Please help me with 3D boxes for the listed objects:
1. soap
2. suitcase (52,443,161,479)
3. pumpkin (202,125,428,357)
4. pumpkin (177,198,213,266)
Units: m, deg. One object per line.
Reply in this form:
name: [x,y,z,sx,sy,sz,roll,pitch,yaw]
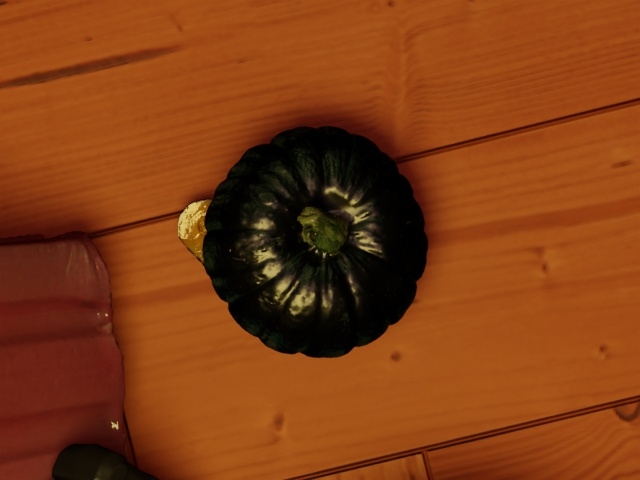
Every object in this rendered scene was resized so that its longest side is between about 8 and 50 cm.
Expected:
soap: [-0.318,0.114,1.564,0.128,0.360,0.233,1,94,39]
suitcase: [-0.184,0.328,1.606,0.066,0.206,0.285,6,66,39]
pumpkin: [-0.002,0.002,1.653,0.194,0.150,0.194,-8,105,-33]
pumpkin: [-0.090,0.000,1.710,0.050,0.028,0.083,-33,100,0]
